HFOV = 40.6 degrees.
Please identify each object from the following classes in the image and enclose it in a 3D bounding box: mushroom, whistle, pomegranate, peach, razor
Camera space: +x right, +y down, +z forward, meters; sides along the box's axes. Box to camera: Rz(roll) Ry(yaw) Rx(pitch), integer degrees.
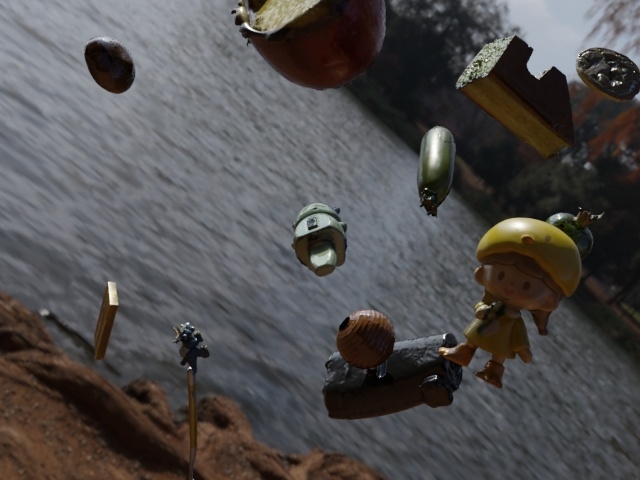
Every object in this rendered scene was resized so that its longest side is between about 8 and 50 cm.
[{"bbox_3d":[-0.440,-0.363,1.792,0.127,0.087,0.127,40,33,-33],"label":"mushroom"},{"bbox_3d":[0.000,0.000,1.581,0.244,0.110,0.092,-102,171,-62],"label":"whistle"},{"bbox_3d":[0.564,-0.019,1.936,0.122,0.161,0.122,31,28,-19],"label":"pomegranate"},{"bbox_3d":[-0.004,-0.535,2.030,0.353,0.339,0.416,40,7,0],"label":"peach"},{"bbox_3d":[0.164,0.314,2.000,0.107,0.327,0.189,54,34,-37],"label":"razor"}]

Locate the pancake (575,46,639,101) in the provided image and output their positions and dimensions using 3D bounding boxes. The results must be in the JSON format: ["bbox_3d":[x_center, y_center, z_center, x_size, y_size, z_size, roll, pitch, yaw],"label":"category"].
[{"bbox_3d":[0.641,-0.370,1.927,0.158,0.158,0.028,46,-30,15],"label":"pancake"}]

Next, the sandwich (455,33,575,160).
[{"bbox_3d":[0.392,-0.272,1.649,0.235,0.128,0.122,38,-13,-11],"label":"sandwich"}]

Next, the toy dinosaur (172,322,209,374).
[{"bbox_3d":[-0.210,0.173,1.389,0.083,0.047,0.030,67,-24,3],"label":"toy dinosaur"}]

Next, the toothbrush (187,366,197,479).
[{"bbox_3d":[-0.238,0.369,1.634,0.024,0.288,0.021,7,20,13],"label":"toothbrush"}]

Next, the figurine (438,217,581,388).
[{"bbox_3d":[0.385,0.116,1.771,0.215,0.344,0.187,30,-1,19],"label":"figurine"}]

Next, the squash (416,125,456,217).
[{"bbox_3d":[0.256,-0.162,1.926,0.087,0.087,0.331,41,35,-18],"label":"squash"}]

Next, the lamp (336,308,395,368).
[{"bbox_3d":[0.101,0.221,1.947,0.136,0.136,0.136,42,8,-8],"label":"lamp"}]

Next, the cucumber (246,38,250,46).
[{"bbox_3d":[-0.148,-0.569,2.272,0.037,0.155,0.037,40,21,-18],"label":"cucumber"}]

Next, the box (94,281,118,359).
[{"bbox_3d":[-0.477,0.179,1.922,0.022,0.156,0.089,8,32,-23],"label":"box"}]
